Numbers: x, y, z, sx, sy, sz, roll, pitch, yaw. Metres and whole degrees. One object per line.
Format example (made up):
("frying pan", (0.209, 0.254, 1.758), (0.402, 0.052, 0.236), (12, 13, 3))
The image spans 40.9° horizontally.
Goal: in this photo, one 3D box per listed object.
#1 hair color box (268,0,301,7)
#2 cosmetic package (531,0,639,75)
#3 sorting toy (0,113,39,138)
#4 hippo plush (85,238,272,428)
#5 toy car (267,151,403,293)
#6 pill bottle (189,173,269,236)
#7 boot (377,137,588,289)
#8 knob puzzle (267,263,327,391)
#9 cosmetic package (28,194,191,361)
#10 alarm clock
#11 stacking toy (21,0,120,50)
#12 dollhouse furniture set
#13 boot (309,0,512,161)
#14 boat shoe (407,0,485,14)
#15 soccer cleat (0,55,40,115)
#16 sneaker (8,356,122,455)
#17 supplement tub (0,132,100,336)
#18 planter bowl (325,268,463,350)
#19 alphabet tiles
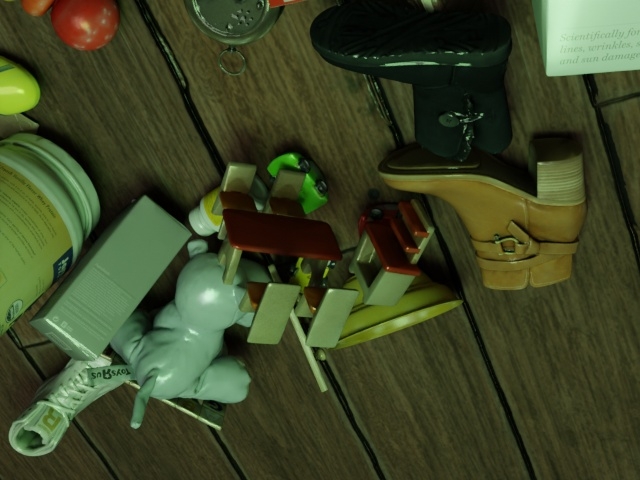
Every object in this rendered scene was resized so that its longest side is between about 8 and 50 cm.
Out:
("hair color box", (-0.007, -0.334, 1.005), (0.093, 0.167, 0.053), (-8, 122, 16))
("cosmetic package", (0.303, -0.316, 0.815), (0.217, 0.385, 0.156), (-1, 129, 12))
("sorting toy", (-0.467, -0.162, 1.306), (0.062, 0.012, 0.083), (30, 124, -6))
("hippo plush", (-0.206, 0.108, 1.319), (0.234, 0.294, 0.236), (35, 106, 29))
("toy car", (0.009, -0.046, 1.261), (0.239, 0.053, 0.225), (-27, 113, 25))
("pill bottle", (-0.139, -0.051, 1.279), (0.116, 0.065, 0.065), (-29, 113, 26))
("boot", (0.228, -0.034, 1.207), (0.284, 0.109, 0.220), (-4, 126, 5))
("knob puzzle", (-0.032, 0.118, 1.306), (0.030, 0.213, 0.213), (-24, 118, -5))
("cosmetic package", (-0.310, 0.056, 1.270), (0.107, 0.238, 0.127), (44, 156, -15))
("alarm clock", (-0.113, -0.302, 1.115), (0.130, 0.064, 0.192), (9, 127, 5))
("stacking toy", (-0.403, -0.368, 1.101), (0.330, 0.141, 0.141), (38, 122, -22))
("dollhouse furniture set", (0.000, 0.000, 1.116), (0.259, 0.262, 0.135), (7, 125, -24))
("boot", (0.118, -0.189, 1.071), (0.247, 0.094, 0.207), (6, 148, 13))
("boat shoe", (0.113, -0.345, 1.037), (0.095, 0.095, 0.257), (10, 142, 49))
("soccer cleat", (-0.545, -0.228, 1.210), (0.289, 0.121, 0.093), (15, 118, 1))
("sneaker", (-0.427, 0.274, 1.491), (0.108, 0.169, 0.292), (42, 120, -14))
("supplement tub", (-0.484, 0.008, 1.214), (0.228, 0.316, 0.228), (17, 133, 19))
("planter bowl", (0.096, 0.087, 1.280), (0.217, 0.217, 0.090), (-24, 77, 24))
("alphabet tiles", (-0.256, 0.209, 1.400), (0.237, 0.198, 0.009), (29, 103, -8))
